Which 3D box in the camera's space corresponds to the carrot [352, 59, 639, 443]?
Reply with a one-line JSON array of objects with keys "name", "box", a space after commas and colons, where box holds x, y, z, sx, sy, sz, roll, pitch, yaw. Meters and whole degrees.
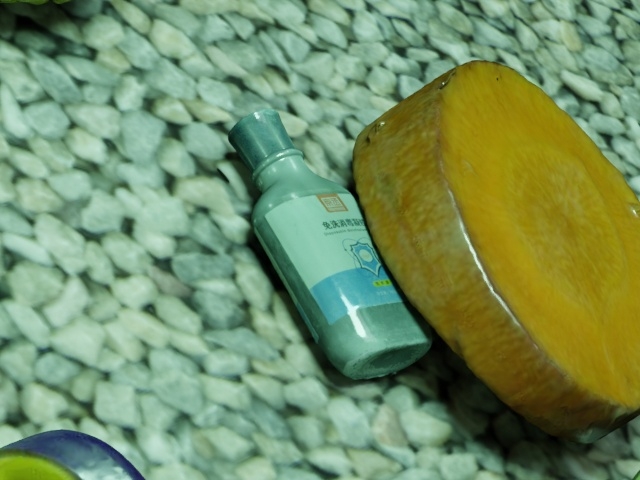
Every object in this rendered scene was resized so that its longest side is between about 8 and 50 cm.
[{"name": "carrot", "box": [0.150, 0.009, 1.401, 0.258, 0.100, 0.307, 15, 42, -41]}]

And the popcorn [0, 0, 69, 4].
[{"name": "popcorn", "box": [-0.201, -0.302, 1.340, 0.258, 0.270, 0.224, 27, -1, 34]}]

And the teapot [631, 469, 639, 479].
[{"name": "teapot", "box": [0.248, 0.196, 1.341, 0.091, 0.092, 0.124, 36, 29, 22]}]

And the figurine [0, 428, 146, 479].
[{"name": "figurine", "box": [-0.261, 0.172, 0.880, 0.421, 0.154, 0.193, -26, 79, -45]}]

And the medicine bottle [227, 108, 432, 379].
[{"name": "medicine bottle", "box": [0.000, 0.000, 1.351, 0.090, 0.053, 0.208, -6, 58, -45]}]
